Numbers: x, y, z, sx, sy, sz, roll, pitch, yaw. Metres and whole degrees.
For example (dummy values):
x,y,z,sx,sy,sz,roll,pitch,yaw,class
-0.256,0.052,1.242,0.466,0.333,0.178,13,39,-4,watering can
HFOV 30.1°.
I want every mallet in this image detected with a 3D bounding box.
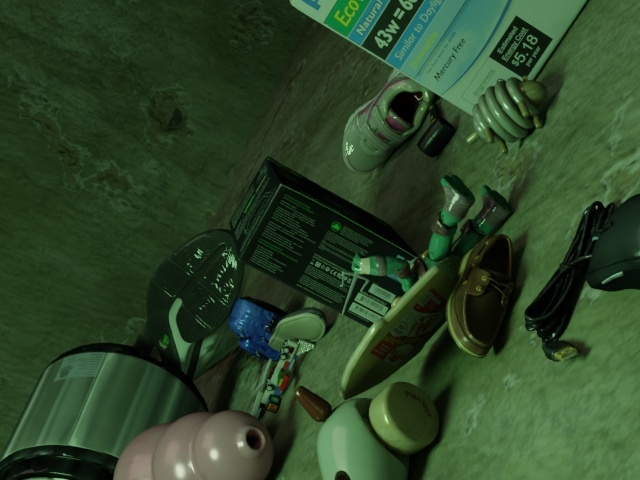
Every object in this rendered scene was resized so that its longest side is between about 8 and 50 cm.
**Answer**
x,y,z,sx,sy,sz,roll,pitch,yaw,class
0.186,-0.188,1.992,0.062,0.039,0.190,-54,10,14,mallet

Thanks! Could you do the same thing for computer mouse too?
x,y,z,sx,sy,sz,roll,pitch,yaw,class
0.269,0.032,1.135,0.184,0.060,0.262,-61,12,-6,computer mouse

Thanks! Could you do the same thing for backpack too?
x,y,z,sx,sy,sz,roll,pitch,yaw,class
-0.111,0.161,2.189,0.101,0.120,0.098,-63,14,-11,backpack

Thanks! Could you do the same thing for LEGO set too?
x,y,z,sx,sy,sz,roll,pitch,yaw,class
-0.084,0.275,2.055,0.244,0.060,0.182,124,166,-63,LEGO set

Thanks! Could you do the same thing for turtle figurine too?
x,y,z,sx,sy,sz,roll,pitch,yaw,class
0.140,0.029,1.537,0.175,0.118,0.234,-2,-47,-56,turtle figurine

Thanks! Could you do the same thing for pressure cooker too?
x,y,z,sx,sy,sz,roll,pitch,yaw,class
-0.423,0.447,2.211,0.370,0.375,0.420,-48,17,36,pressure cooker

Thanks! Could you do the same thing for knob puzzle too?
x,y,z,sx,sy,sz,roll,pitch,yaw,class
0.086,0.113,1.433,0.213,0.030,0.213,-37,-23,-19,knob puzzle

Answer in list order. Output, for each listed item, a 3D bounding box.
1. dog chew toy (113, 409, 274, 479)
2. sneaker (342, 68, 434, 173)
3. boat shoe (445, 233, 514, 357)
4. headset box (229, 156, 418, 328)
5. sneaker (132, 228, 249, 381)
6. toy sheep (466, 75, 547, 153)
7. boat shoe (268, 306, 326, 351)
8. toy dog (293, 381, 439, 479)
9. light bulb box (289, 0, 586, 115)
x,y,z,sx,sy,sz,roll,pitch,yaw,class
-0.195,0.371,1.917,0.332,0.206,0.206,-36,27,45,dog chew toy
0.120,-0.217,2.147,0.252,0.103,0.111,-56,12,26,sneaker
0.189,0.058,1.376,0.060,0.064,0.178,-52,13,41,boat shoe
0.000,0.000,1.828,0.131,0.246,0.283,-60,12,7,headset box
-0.220,0.120,2.382,0.257,0.169,0.447,-32,-22,-54,sneaker
0.247,-0.169,1.596,0.132,0.091,0.091,-34,24,24,toy sheep
-0.037,0.140,2.056,0.206,0.075,0.065,-46,22,63,boat shoe
0.020,0.283,1.330,0.220,0.161,0.334,-56,13,24,toy dog
0.190,-0.417,1.723,0.358,0.361,0.225,-58,13,16,light bulb box
